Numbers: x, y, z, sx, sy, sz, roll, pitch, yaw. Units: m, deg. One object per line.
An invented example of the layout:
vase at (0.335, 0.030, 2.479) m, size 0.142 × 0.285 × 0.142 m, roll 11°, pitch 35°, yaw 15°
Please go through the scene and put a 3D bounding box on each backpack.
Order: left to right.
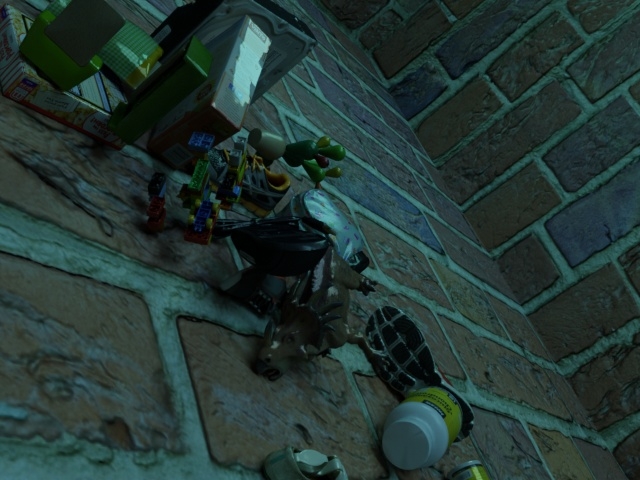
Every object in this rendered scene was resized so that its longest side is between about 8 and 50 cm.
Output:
backpack at (0.000, 0.000, 1.339) m, size 0.182 × 0.115 × 0.152 m, roll 51°, pitch 21°, yaw 6°

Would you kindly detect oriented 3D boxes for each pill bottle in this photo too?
pill bottle at (0.161, 0.301, 1.185) m, size 0.103 × 0.103 × 0.184 m, roll 56°, pitch 19°, yaw 11°
pill bottle at (0.263, 0.434, 1.242) m, size 0.065 × 0.065 × 0.116 m, roll 30°, pitch 30°, yaw -48°

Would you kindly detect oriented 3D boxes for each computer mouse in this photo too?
computer mouse at (-0.043, 0.008, 1.081) m, size 0.184 × 0.060 × 0.262 m, roll -4°, pitch 11°, yaw -32°

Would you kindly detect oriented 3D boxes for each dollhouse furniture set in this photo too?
dollhouse furniture set at (-0.269, -0.302, 1.057) m, size 0.197 × 0.151 × 0.302 m, roll 44°, pitch 20°, yaw -24°

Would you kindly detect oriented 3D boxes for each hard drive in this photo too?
hard drive at (-0.169, -0.360, 1.407) m, size 0.064 × 0.237 × 0.339 m, roll 58°, pitch 19°, yaw 14°

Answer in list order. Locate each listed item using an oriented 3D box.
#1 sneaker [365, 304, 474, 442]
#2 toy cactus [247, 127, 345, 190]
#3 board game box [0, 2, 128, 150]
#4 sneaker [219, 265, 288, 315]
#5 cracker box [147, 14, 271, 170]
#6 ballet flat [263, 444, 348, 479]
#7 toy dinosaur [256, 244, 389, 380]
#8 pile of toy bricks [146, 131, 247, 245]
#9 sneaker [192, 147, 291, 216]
sneaker at (0.173, 0.247, 1.363) m, size 0.279 × 0.107 × 0.118 m, roll 57°, pitch 1°, yaw 6°
toy cactus at (-0.068, -0.151, 1.364) m, size 0.180 × 0.218 × 0.112 m, roll 22°, pitch 80°, yaw -51°
board game box at (-0.353, -0.223, 1.030) m, size 0.193 × 0.045 × 0.147 m, roll 27°, pitch 31°, yaw -52°
sneaker at (-0.086, 0.077, 1.093) m, size 0.158 × 0.061 × 0.065 m, roll 10°, pitch 52°, yaw -62°
cracker box at (-0.174, -0.239, 1.193) m, size 0.067 × 0.155 × 0.232 m, roll 40°, pitch 44°, yaw -31°
ballet flat at (-0.001, 0.286, 0.916) m, size 0.168 × 0.052 × 0.057 m, roll 29°, pitch 29°, yaw -49°
toy dinosaur at (0.001, 0.082, 1.106) m, size 0.200 × 0.127 × 0.296 m, roll 51°, pitch 29°, yaw -41°
pile of toy bricks at (-0.174, -0.056, 1.062) m, size 0.118 × 0.105 × 0.212 m, roll 12°, pitch 45°, yaw 3°
sneaker at (-0.139, -0.119, 1.282) m, size 0.215 × 0.083 × 0.084 m, roll 28°, pitch 32°, yaw -47°
